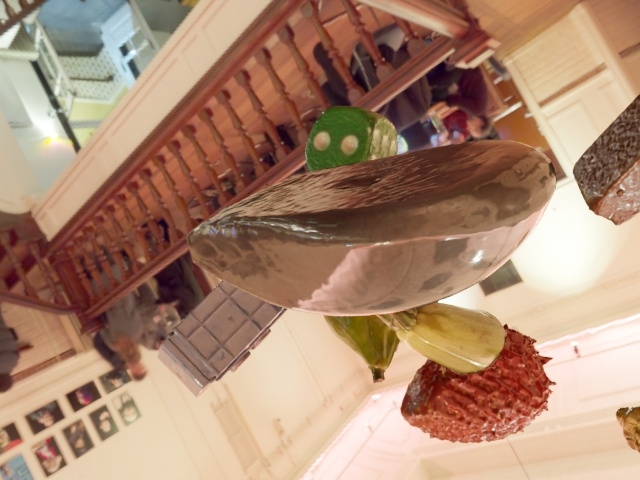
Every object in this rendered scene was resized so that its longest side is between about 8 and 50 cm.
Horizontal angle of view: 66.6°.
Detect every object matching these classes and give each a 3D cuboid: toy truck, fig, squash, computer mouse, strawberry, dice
[{"bbox_3d":[-0.148,0.136,0.952,0.367,0.146,0.175,-47,177,-7],"label":"toy truck"},{"bbox_3d":[0.128,0.186,1.176,0.232,0.314,0.233,-22,150,-13],"label":"fig"},{"bbox_3d":[0.206,0.169,0.853,0.287,0.138,0.137,17,143,-43],"label":"squash"},{"bbox_3d":[0.027,-0.005,0.464,0.370,0.122,0.188,1,-156,41],"label":"computer mouse"},{"bbox_3d":[0.365,0.337,1.151,0.343,0.293,0.292,-3,162,-36],"label":"strawberry"},{"bbox_3d":[0.057,-0.145,0.818,0.120,0.131,0.128,9,175,31],"label":"dice"}]

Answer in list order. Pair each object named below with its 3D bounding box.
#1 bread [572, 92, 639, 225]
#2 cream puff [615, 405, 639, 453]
[{"bbox_3d":[0.617,-0.213,0.828,0.165,0.113,0.417,-74,-170,-46],"label":"bread"},{"bbox_3d":[0.637,0.364,0.909,0.146,0.117,0.146,-2,161,-1],"label":"cream puff"}]
